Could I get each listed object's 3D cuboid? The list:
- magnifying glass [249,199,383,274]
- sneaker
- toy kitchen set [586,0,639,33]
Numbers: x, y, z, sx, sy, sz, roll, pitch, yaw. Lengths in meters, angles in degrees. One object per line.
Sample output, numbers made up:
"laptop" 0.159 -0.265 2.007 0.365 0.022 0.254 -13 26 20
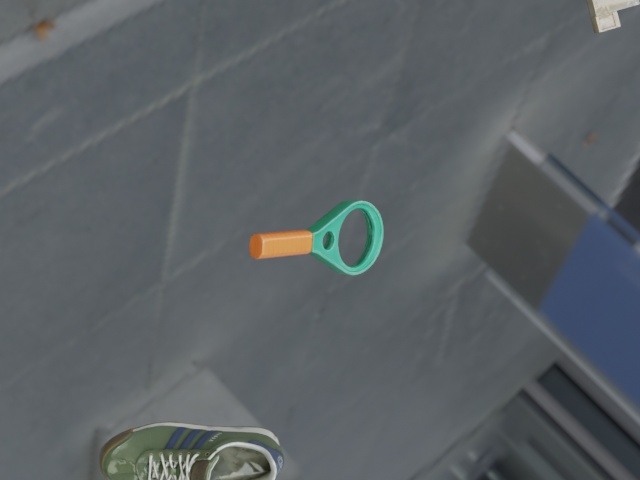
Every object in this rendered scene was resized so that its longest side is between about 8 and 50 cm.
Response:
"magnifying glass" 0.000 0.000 1.746 0.231 0.026 0.092 -5 101 -50
"sneaker" -0.130 0.229 1.525 0.192 0.064 0.086 -2 -169 -11
"toy kitchen set" 0.389 -0.332 2.039 0.068 0.083 0.075 -17 -173 -13
